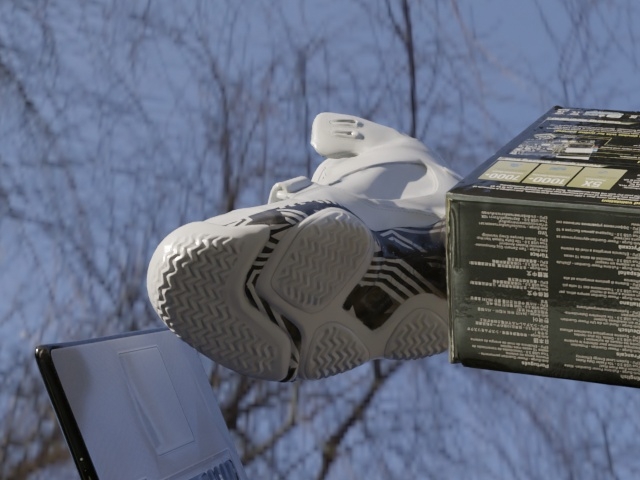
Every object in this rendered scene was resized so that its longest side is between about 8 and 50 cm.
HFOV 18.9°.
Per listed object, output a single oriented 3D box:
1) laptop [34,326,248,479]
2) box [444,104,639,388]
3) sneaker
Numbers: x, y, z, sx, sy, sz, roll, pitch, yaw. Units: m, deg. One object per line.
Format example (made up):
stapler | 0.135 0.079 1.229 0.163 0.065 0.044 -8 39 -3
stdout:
laptop | 0.027 0.215 1.352 0.236 0.382 0.408 -23 -94 8
box | 0.161 0.002 0.804 0.180 0.147 0.078 5 -70 23
sneaker | 0.000 0.000 1.494 0.365 0.210 0.137 -2 -63 -34
